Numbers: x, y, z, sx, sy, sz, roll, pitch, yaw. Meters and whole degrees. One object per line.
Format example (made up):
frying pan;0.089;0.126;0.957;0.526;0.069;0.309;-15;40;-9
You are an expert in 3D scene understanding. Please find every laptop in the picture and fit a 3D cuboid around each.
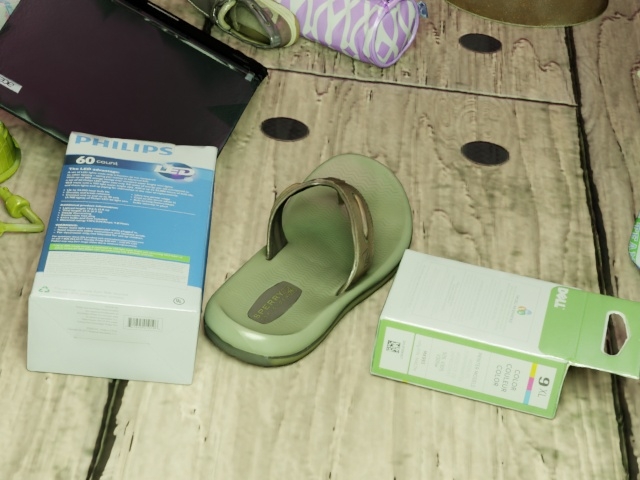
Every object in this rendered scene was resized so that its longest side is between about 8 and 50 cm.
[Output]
laptop;-0.187;-0.159;1.771;0.234;0.136;0.264;30;8;-4

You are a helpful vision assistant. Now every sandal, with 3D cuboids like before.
sandal;0.001;0.001;1.555;0.120;0.086;0.303;16;33;14

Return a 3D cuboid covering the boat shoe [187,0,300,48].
boat shoe;-0.092;-0.249;1.963;0.152;0.056;0.049;26;32;27

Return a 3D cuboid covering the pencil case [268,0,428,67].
pencil case;0.008;-0.255;1.963;0.206;0.088;0.086;24;63;29

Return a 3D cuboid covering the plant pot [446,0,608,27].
plant pot;0.245;-0.394;2.097;0.215;0.230;0.215;5;33;-3

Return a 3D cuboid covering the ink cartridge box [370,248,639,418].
ink cartridge box;0.154;0.080;1.483;0.209;0.062;0.109;13;32;8

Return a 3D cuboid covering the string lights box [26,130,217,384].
string lights box;-0.160;0.008;1.522;0.133;0.077;0.260;6;32;-3

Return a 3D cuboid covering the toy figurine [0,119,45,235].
toy figurine;-0.413;-0.112;1.531;0.362;0.217;0.191;-9;36;-23

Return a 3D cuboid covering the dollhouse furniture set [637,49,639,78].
dollhouse furniture set;0.442;-0.152;1.822;0.286;0.198;0.303;-14;16;49

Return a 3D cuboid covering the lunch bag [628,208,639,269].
lunch bag;0.438;-0.015;1.650;0.303;0.115;0.243;23;33;22

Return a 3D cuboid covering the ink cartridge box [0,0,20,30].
ink cartridge box;-0.350;-0.242;1.904;0.122;0.052;0.088;-21;42;-36
